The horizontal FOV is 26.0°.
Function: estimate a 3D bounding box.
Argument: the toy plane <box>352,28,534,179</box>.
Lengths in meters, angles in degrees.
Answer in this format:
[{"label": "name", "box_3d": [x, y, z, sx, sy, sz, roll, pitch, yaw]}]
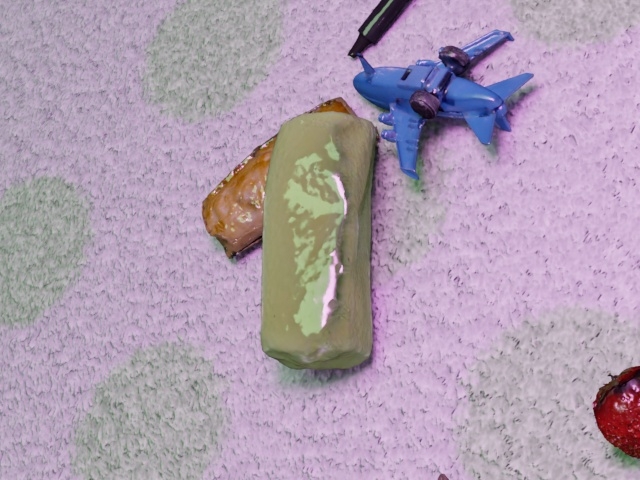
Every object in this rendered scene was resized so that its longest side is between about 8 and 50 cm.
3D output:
[{"label": "toy plane", "box_3d": [0.144, -0.197, 1.852, 0.271, 0.105, 0.254, 19, 65, 35]}]

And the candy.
[{"label": "candy", "box_3d": [0.000, 0.000, 1.807, 0.142, 0.132, 0.343, -8, 69, 34]}]

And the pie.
[{"label": "pie", "box_3d": [-0.046, -0.094, 1.950, 0.282, 0.068, 0.128, -37, 54, 8]}]

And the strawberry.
[{"label": "strawberry", "box_3d": [0.351, 0.190, 1.521, 0.106, 0.106, 0.106, -15, 59, 28]}]

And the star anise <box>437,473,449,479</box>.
[{"label": "star anise", "box_3d": [0.153, 0.361, 1.578, 0.212, 0.073, 0.197, -23, 60, 20]}]

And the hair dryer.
[{"label": "hair dryer", "box_3d": [0.132, -0.354, 1.971, 0.255, 0.070, 0.128, -54, 50, 10]}]
